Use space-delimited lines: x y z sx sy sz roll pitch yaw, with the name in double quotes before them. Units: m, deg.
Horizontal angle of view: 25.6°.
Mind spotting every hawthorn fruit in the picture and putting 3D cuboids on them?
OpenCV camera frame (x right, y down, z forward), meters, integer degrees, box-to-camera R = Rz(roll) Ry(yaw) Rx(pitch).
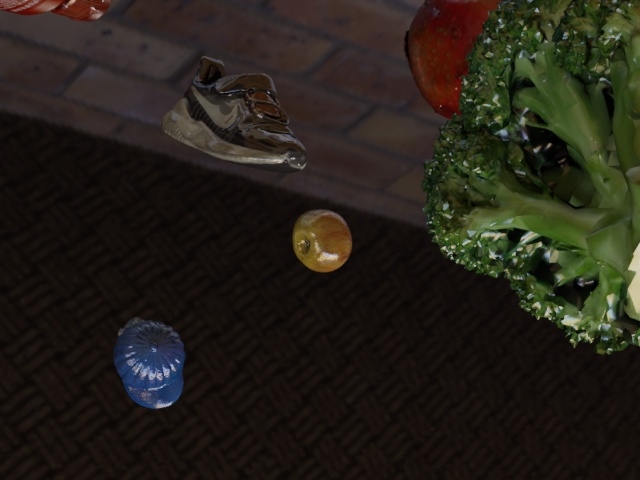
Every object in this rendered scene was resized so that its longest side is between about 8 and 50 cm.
"hawthorn fruit" 0.202 -0.190 1.394 0.181 0.235 0.181 -23 122 -45

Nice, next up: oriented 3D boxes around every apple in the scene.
"apple" 0.000 0.000 1.844 0.071 0.084 0.084 -8 72 -39

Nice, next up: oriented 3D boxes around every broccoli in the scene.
"broccoli" 0.140 -0.031 0.627 0.195 0.195 0.156 20 25 -28

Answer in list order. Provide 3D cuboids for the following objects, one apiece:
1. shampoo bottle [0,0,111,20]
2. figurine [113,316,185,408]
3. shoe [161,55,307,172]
"shampoo bottle" -0.350 -0.295 1.496 0.314 0.118 0.076 4 62 -56
"figurine" -0.165 0.104 1.382 0.077 0.079 0.136 24 16 -13
"shoe" -0.095 -0.147 1.633 0.099 0.227 0.112 13 95 -44
